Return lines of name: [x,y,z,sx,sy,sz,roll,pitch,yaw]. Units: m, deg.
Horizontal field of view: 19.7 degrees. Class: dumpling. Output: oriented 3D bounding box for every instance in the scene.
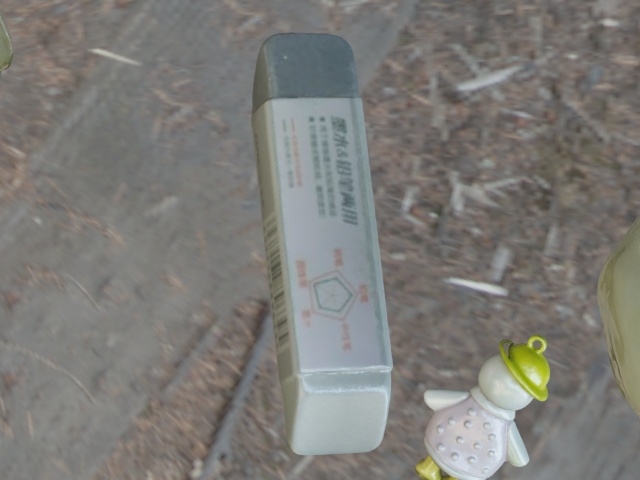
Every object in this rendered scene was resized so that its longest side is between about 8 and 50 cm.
dumpling: [0.255,0.049,1.239,0.132,0.162,0.250,-11,124,4]

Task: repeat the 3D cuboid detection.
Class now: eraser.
eraser: [0.000,0.000,1.539,0.089,0.061,0.352,-2,76,-18]

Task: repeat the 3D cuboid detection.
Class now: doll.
doll: [0.171,0.179,1.913,0.129,0.081,0.207,36,110,6]

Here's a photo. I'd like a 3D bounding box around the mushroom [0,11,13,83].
mushroom: [-0.226,-0.002,0.894,0.103,0.118,0.270,26,85,2]
